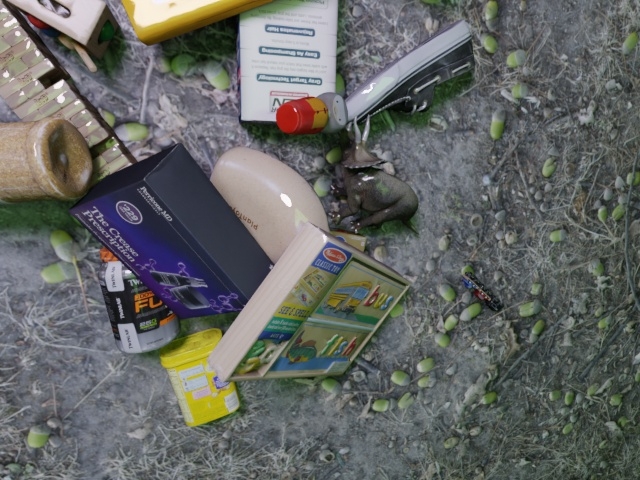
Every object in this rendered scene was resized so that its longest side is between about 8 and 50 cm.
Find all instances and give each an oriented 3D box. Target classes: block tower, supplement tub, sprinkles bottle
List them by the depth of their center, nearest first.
[{"bbox_3d":[-0.530,-0.104,0.582,0.356,0.121,0.121,-4,104,3],"label":"sprinkles bottle"},{"bbox_3d":[-0.438,-0.230,0.653,0.091,0.097,0.335,-36,109,-7],"label":"block tower"},{"bbox_3d":[-0.332,0.098,0.744,0.117,0.117,0.190,-11,105,-14],"label":"supplement tub"}]

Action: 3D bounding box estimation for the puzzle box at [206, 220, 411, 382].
[{"bbox_3d":[0.016,0.139,0.762,0.272,0.052,0.409,-55,147,6],"label":"puzzle box"}]

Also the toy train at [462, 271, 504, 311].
[{"bbox_3d":[0.410,0.132,1.028,0.158,0.027,0.036,40,99,-21],"label":"toy train"}]

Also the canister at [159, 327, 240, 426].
[{"bbox_3d":[-0.243,0.283,0.836,0.126,0.073,0.169,-15,107,-13],"label":"canister"}]

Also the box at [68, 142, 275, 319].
[{"bbox_3d":[-0.223,0.002,0.647,0.184,0.103,0.261,-15,126,28],"label":"box"}]

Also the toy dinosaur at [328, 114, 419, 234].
[{"bbox_3d":[0.120,-0.083,0.815,0.314,0.160,0.121,39,44,-23],"label":"toy dinosaur"}]

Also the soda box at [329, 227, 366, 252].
[{"bbox_3d":[0.000,0.000,0.854,0.182,0.061,0.058,9,99,-18],"label":"soda box"}]

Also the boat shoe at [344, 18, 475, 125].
[{"bbox_3d":[0.187,-0.311,0.811,0.335,0.121,0.119,-36,108,-8],"label":"boat shoe"}]

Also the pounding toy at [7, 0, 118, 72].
[{"bbox_3d":[-0.384,-0.333,0.627,0.141,0.130,0.100,28,93,-21],"label":"pounding toy"}]

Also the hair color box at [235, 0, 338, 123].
[{"bbox_3d":[-0.063,-0.386,0.726,0.174,0.105,0.346,-2,102,-14],"label":"hair color box"}]

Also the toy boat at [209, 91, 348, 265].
[{"bbox_3d":[-0.056,-0.104,0.707,0.267,0.148,0.318,40,126,15],"label":"toy boat"}]

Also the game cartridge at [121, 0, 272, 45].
[{"bbox_3d":[-0.176,-0.489,0.600,0.324,0.052,0.285,-21,104,0],"label":"game cartridge"}]
